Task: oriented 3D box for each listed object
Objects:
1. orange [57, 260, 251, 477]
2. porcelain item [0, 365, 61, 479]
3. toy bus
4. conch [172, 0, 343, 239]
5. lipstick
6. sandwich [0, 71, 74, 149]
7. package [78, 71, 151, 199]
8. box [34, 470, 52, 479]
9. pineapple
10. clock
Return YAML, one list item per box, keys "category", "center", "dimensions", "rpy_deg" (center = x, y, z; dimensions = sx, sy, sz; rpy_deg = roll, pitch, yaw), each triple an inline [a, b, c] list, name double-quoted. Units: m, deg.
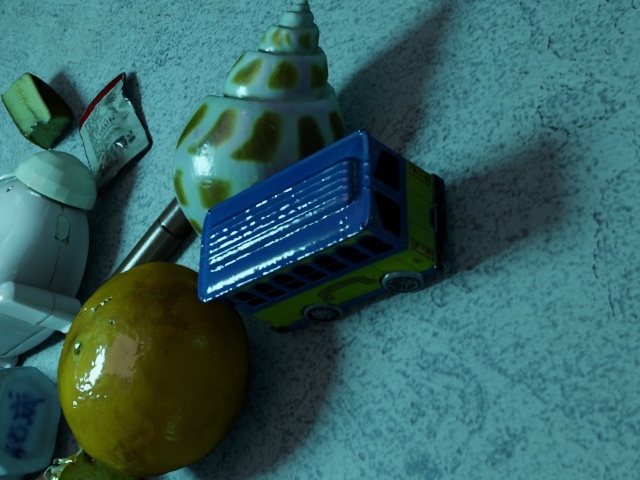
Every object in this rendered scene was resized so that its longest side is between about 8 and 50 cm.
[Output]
- category: "orange"
  center: [-0.223, 0.170, 1.400]
  dimensions: [0.284, 0.226, 0.284]
  rpy_deg: [-33, 45, 40]
- category: "porcelain item"
  center: [-0.602, 0.325, 1.754]
  dimensions: [0.405, 0.178, 0.243]
  rpy_deg: [-20, 54, 41]
- category: "toy bus"
  center: [0.000, 0.000, 1.292]
  dimensions: [0.287, 0.175, 0.138]
  rpy_deg: [-24, 52, 37]
- category: "conch"
  center: [-0.084, -0.137, 1.457]
  dimensions: [0.368, 0.197, 0.249]
  rpy_deg: [-49, 20, 6]
- category: "lipstick"
  center: [-0.262, 0.016, 1.663]
  dimensions: [0.357, 0.057, 0.057]
  rpy_deg: [-49, 41, 17]
- category: "sandwich"
  center: [-0.564, -0.255, 2.125]
  dimensions: [0.094, 0.096, 0.258]
  rpy_deg: [-48, 39, 6]
- category: "package"
  center: [-0.386, -0.197, 1.942]
  dimensions: [0.154, 0.030, 0.239]
  rpy_deg: [-43, 47, 19]
- category: "box"
  center: [-0.445, 0.407, 1.640]
  dimensions: [0.115, 0.025, 0.048]
  rpy_deg: [-44, 82, 18]
- category: "pineapple"
  center: [-0.358, 0.373, 1.499]
  dimensions: [0.164, 0.140, 0.250]
  rpy_deg: [12, 80, 51]
- category: "clock"
  center: [-0.529, 0.030, 1.851]
  dimensions: [0.342, 0.184, 0.326]
  rpy_deg: [-25, 49, 37]
